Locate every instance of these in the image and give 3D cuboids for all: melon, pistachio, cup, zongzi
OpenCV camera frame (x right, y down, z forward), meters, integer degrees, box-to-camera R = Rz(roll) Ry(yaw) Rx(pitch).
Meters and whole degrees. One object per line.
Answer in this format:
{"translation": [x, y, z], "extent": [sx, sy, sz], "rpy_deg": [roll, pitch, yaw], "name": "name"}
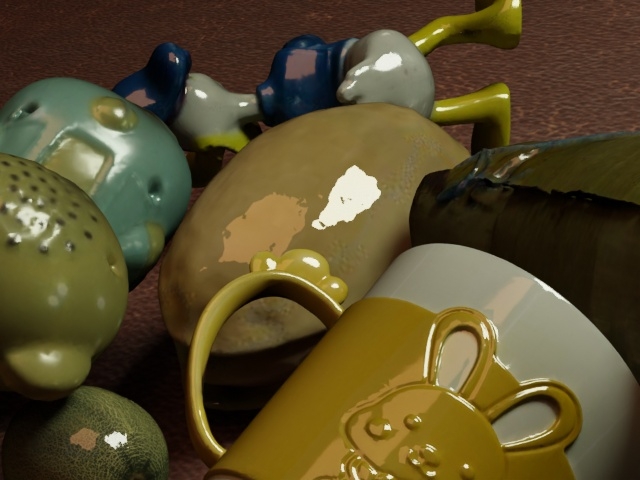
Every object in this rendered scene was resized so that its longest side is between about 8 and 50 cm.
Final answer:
{"translation": [-0.155, 0.143, 0.771], "extent": [0.098, 0.098, 0.130], "rpy_deg": [-34, 31, -30], "name": "melon"}
{"translation": [0.000, 0.000, 0.879], "extent": [0.181, 0.162, 0.293], "rpy_deg": [27, 51, 32], "name": "pistachio"}
{"translation": [0.021, 0.115, 0.615], "extent": [0.241, 0.185, 0.226], "rpy_deg": [40, 61, 12], "name": "cup"}
{"translation": [0.278, -0.007, 0.745], "extent": [0.393, 0.174, 0.356], "rpy_deg": [-19, 18, -26], "name": "zongzi"}

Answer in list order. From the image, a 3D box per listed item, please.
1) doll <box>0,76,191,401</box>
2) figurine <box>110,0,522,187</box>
{"translation": [-0.199, -0.003, 0.816], "extent": [0.161, 0.177, 0.261], "rpy_deg": [-53, 5, 32], "name": "doll"}
{"translation": [-0.022, -0.139, 1.056], "extent": [0.338, 0.205, 0.283], "rpy_deg": [-3, 1, -15], "name": "figurine"}
